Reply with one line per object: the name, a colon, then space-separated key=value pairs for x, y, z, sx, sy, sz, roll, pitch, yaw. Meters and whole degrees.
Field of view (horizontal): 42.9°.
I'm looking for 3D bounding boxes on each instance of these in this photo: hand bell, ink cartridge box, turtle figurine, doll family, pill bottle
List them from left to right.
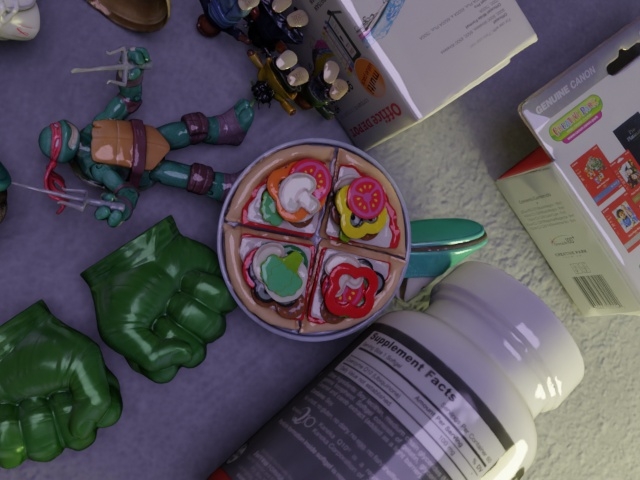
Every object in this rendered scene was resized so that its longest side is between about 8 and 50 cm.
turtle figurine: x=-0.178 y=-0.094 z=0.785 sx=0.234 sy=0.118 sz=0.175 roll=2 pitch=83 yaw=-29
hand bell: x=-0.147 y=-0.342 z=0.838 sx=0.126 sy=0.126 sz=0.242 roll=36 pitch=63 yaw=-12
doll family: x=-0.057 y=-0.196 z=0.839 sx=0.076 sy=0.111 sz=0.193 roll=-34 pitch=101 yaw=-18
ink cartridge box: x=0.067 y=-0.240 z=0.846 sx=0.168 sy=0.171 sz=0.232 roll=-37 pitch=97 yaw=-17
pill bottle: x=0.076 y=0.201 z=0.797 sx=0.363 sy=0.210 sz=0.210 roll=-41 pitch=98 yaw=-17
ink cartridge box: x=0.378 y=-0.109 z=0.958 sx=0.309 sy=0.130 sz=0.271 roll=-36 pitch=95 yaw=-17

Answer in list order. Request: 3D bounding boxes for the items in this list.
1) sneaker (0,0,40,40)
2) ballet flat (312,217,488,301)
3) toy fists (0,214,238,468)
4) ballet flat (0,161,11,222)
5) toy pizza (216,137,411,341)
sneaker: x=-0.306 y=-0.215 z=0.721 sx=0.115 sy=0.090 sz=0.232 roll=38 pitch=35 yaw=-22
ballet flat: x=0.062 y=0.027 z=0.883 sx=0.248 sy=0.083 sz=0.087 roll=-4 pitch=111 yaw=-18
toy fists: x=-0.205 y=0.101 z=0.774 sx=0.279 sy=0.096 sz=0.142 roll=-36 pitch=99 yaw=-18
ballet flat: x=-0.478 y=-0.164 z=0.687 sx=0.182 sy=0.164 sz=0.482 roll=-37 pitch=99 yaw=3
toy pizza: x=0.000 y=0.000 z=0.794 sx=0.202 sy=0.032 sz=0.201 roll=-1 pitch=93 yaw=-18
